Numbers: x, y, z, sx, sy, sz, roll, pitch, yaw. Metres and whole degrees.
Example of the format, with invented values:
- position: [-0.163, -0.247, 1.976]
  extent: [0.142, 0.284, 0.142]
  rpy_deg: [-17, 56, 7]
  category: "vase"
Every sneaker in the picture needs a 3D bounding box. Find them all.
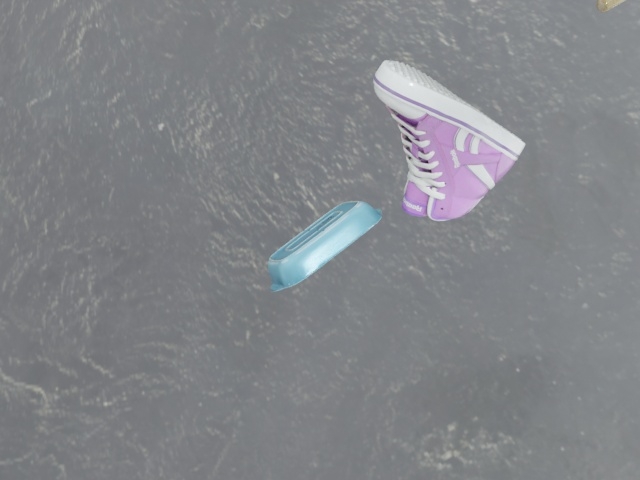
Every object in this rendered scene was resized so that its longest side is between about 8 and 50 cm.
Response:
- position: [0.136, -0.104, 1.012]
  extent: [0.282, 0.102, 0.161]
  rpy_deg: [23, 109, -45]
  category: "sneaker"

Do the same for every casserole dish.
- position: [0.000, 0.000, 1.115]
  extent: [0.188, 0.114, 0.037]
  rpy_deg: [-36, 102, -15]
  category: "casserole dish"

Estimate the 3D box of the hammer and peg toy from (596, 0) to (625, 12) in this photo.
- position: [0.458, -0.497, 1.128]
  extent: [0.266, 0.127, 0.361]
  rpy_deg: [-45, 115, -21]
  category: "hammer and peg toy"
